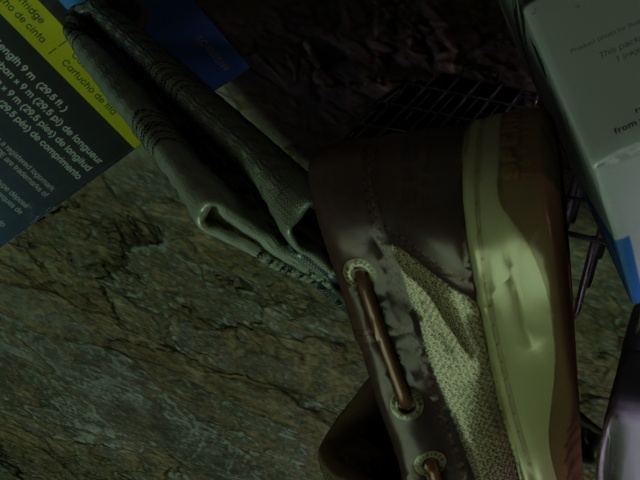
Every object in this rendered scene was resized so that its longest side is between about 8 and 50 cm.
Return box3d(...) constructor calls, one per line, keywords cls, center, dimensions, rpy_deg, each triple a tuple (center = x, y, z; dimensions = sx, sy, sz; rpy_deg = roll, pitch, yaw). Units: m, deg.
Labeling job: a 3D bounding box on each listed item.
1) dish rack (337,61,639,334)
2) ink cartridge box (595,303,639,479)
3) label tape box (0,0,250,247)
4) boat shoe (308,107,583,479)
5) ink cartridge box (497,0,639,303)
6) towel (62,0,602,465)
box3d(cls="dish rack", center=(0.146, -0.020, 0.683), dimensions=(0.271, 0.208, 0.074), rpy_deg=(16, 118, 16))
box3d(cls="ink cartridge box", center=(0.361, 0.108, 0.692), dimensions=(0.384, 0.091, 0.308), rpy_deg=(1, -173, 17))
box3d(cls="label tape box", center=(-0.256, -0.126, 0.857), dimensions=(0.333, 0.106, 0.240), rpy_deg=(-34, 129, 9))
box3d(cls="boat shoe", center=(0.061, 0.096, 0.583), dimensions=(0.123, 0.123, 0.342), rpy_deg=(-3, 128, 11))
box3d(cls="ink cartridge box", center=(0.132, -0.089, 0.546), dimensions=(0.082, 0.191, 0.139), rpy_deg=(-23, 148, 8))
box3d(cls="towel", center=(0.000, 0.000, 0.761), dimensions=(0.312, 0.056, 0.324), rpy_deg=(39, -178, -39))
